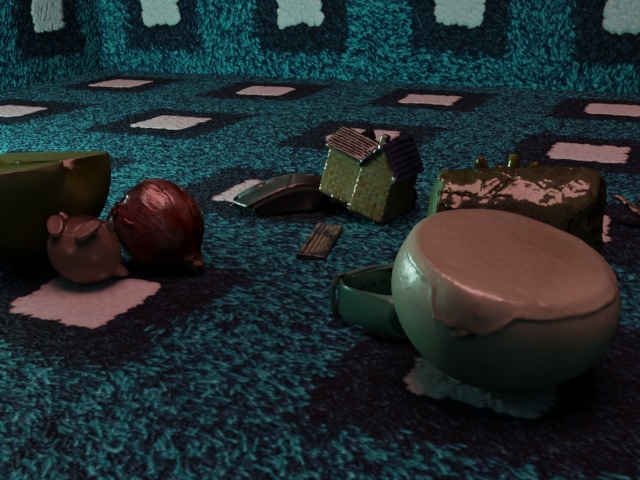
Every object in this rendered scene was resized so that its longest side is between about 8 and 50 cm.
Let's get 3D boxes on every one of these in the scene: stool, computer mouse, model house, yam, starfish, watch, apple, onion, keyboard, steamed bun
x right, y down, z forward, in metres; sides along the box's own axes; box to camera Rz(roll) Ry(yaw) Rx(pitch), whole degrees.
[{"bbox_3d":[0.385,-0.115,1.792,0.134,0.110,0.135,7,19,25],"label":"stool"},{"bbox_3d":[-0.081,-0.105,1.849,0.231,0.071,0.126,-7,19,-14],"label":"computer mouse"},{"bbox_3d":[0.109,-0.155,1.775,0.183,0.172,0.166,25,30,23],"label":"model house"},{"bbox_3d":[0.321,-0.031,1.434,0.300,0.195,0.195,0,19,7],"label":"yam"},{"bbox_3d":[0.684,-0.054,1.684,0.176,0.053,0.208,-8,23,-21],"label":"starfish"},{"bbox_3d":[0.136,0.082,1.293,0.237,0.068,0.195,-4,18,-12],"label":"watch"},{"bbox_3d":[-0.583,-0.103,1.559,0.360,0.320,0.311,-2,57,15],"label":"apple"},{"bbox_3d":[-0.265,-0.014,1.507,0.195,0.159,0.159,41,37,21],"label":"onion"},{"bbox_3d":[0.000,0.001,1.624,0.055,0.014,0.176,6,20,11],"label":"keyboard"},{"bbox_3d":[0.226,0.087,1.097,0.283,0.177,0.283,6,29,-3],"label":"steamed bun"}]

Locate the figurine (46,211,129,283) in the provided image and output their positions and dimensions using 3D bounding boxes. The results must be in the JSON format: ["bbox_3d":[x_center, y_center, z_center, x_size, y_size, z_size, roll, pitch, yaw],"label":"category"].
[{"bbox_3d":[-0.391,0.012,1.445,0.125,0.138,0.125,-6,57,10],"label":"figurine"}]
